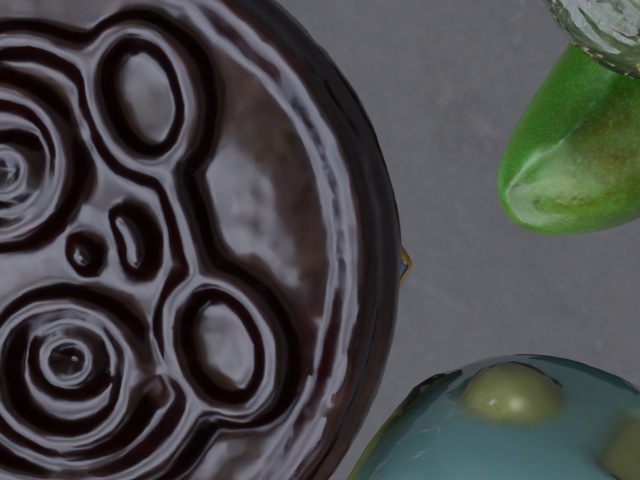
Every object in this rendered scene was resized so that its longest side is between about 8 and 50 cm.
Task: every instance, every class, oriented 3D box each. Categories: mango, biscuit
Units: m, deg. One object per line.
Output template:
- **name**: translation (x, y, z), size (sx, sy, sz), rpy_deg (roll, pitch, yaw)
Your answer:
- **mango**: translation (0.324, -0.141, 1.595), size (0.201, 0.382, 0.225), rpy_deg (49, 160, 8)
- **biscuit**: translation (-0.158, 0.015, 0.882), size (0.407, 0.407, 0.091), rpy_deg (50, -172, -2)

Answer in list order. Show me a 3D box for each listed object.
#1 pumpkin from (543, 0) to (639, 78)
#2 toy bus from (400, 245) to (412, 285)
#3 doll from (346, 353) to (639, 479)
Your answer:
- **pumpkin**: translation (0.334, -0.292, 1.356), size (0.257, 0.327, 0.291), rpy_deg (46, 173, -4)
- **toy bus**: translation (0.000, 0.000, 1.699), size (0.209, 0.136, 0.126), rpy_deg (47, 173, -13)
- **doll**: translation (0.137, 0.115, 0.469), size (0.260, 0.177, 0.162), rpy_deg (1, 110, 32)
